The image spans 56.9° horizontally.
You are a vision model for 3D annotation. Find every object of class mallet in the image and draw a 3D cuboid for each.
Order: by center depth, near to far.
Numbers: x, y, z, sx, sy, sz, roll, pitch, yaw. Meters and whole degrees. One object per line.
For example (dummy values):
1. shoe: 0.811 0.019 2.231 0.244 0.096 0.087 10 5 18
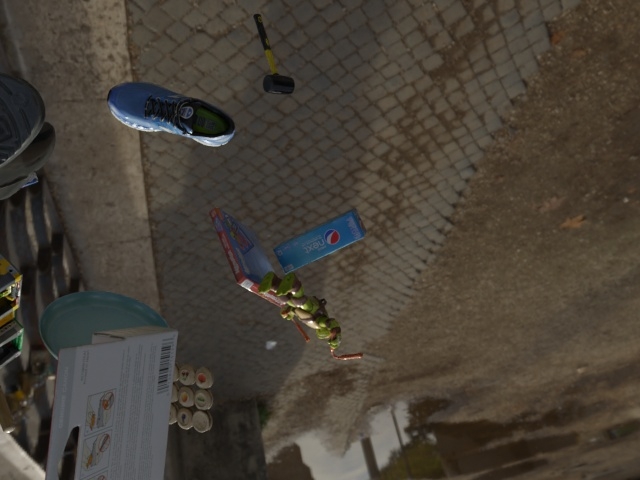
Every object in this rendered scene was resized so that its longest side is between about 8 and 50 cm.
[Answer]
1. mallet: -0.114 -0.387 1.223 0.062 0.190 0.039 -16 169 -41

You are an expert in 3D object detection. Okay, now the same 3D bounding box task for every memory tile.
1. memory tile: -0.249 0.270 1.033 0.148 0.113 0.012 3 -179 27

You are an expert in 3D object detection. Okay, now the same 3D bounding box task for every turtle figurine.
1. turtle figurine: -0.022 0.155 1.284 0.087 0.269 0.217 -50 123 -13

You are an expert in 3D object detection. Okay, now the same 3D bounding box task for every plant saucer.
1. plant saucer: -0.525 0.236 1.454 0.317 0.317 0.044 8 118 -32

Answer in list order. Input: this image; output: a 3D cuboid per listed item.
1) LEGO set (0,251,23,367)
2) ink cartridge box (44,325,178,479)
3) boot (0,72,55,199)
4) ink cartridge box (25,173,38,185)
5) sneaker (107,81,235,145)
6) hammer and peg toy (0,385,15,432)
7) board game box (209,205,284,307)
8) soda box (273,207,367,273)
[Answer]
1. LEGO set: -0.515 0.088 0.726 0.192 0.255 0.331 -43 -177 -41
2. ink cartridge box: -0.281 0.256 0.756 0.060 0.275 0.239 4 178 20
3. boot: -0.603 -0.178 1.120 0.367 0.146 0.445 -31 -170 5
4. ink cartridge box: -0.999 -0.214 1.573 0.395 0.270 0.151 -15 -170 18
5. sneaker: -0.367 -0.330 1.497 0.330 0.130 0.147 10 179 -23
6. hammer and peg toy: -0.737 0.369 1.120 0.127 0.266 0.361 33 88 -48
7. board game box: -0.175 0.034 1.402 0.027 0.281 0.145 -44 131 11
8. soda box: 0.000 0.000 1.381 0.210 0.067 0.071 -25 -174 14
